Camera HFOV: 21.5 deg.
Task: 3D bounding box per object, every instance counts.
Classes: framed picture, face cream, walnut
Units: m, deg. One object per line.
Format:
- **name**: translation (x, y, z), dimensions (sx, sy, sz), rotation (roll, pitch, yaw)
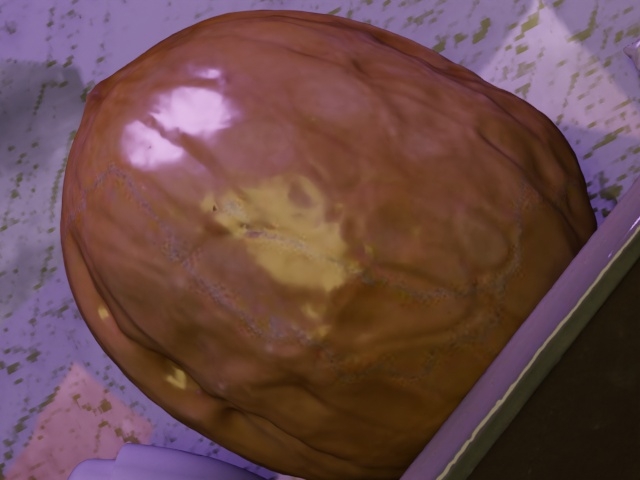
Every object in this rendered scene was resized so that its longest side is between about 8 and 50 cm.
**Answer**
- **framed picture**: translation (0.168, 0.062, 0.662), dimensions (0.315, 0.232, 0.024), rotation (-53, 37, 6)
- **face cream**: translation (-0.068, 0.139, 0.759), dimensions (0.095, 0.091, 0.091), rotation (4, 91, 5)
- **walnut**: translation (0.000, 0.000, 0.686), dimensions (0.221, 0.195, 0.195), rotation (30, 97, -1)

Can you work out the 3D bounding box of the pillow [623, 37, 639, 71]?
- **pillow**: translation (0.256, -0.109, 0.709), dimensions (0.148, 0.050, 0.230), rotation (45, 102, 13)
